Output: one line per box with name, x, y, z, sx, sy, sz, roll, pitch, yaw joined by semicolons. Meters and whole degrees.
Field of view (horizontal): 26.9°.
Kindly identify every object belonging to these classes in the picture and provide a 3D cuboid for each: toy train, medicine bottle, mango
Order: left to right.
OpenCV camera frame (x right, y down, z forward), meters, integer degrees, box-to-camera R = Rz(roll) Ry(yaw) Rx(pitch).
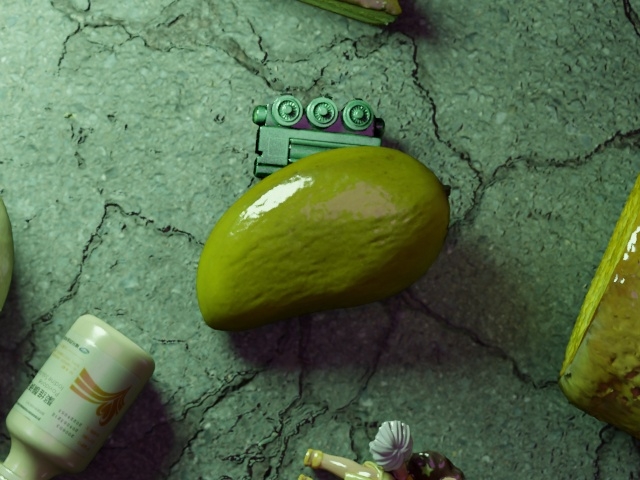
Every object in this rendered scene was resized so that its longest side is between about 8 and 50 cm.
medicine bottle;-0.308;0.216;1.583;0.114;0.114;0.252;35;79;-1
toy train;-0.004;-0.128;1.704;0.170;0.071;0.111;5;90;-8
mango;0.001;-0.008;1.637;0.331;0.142;0.195;-14;101;-3

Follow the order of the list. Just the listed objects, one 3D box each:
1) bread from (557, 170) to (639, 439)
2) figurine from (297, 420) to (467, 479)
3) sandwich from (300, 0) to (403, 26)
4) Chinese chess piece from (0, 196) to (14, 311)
bread;0.431;0.071;1.592;0.215;0.398;0.398;23;79;8
figurine;0.091;0.315;1.622;0.240;0.116;0.175;19;77;1
sandwich;-0.006;-0.351;1.724;0.244;0.090;0.088;17;84;-2
Chinese chess piece;-0.531;0.017;1.569;0.338;0.140;0.338;1;81;-8
